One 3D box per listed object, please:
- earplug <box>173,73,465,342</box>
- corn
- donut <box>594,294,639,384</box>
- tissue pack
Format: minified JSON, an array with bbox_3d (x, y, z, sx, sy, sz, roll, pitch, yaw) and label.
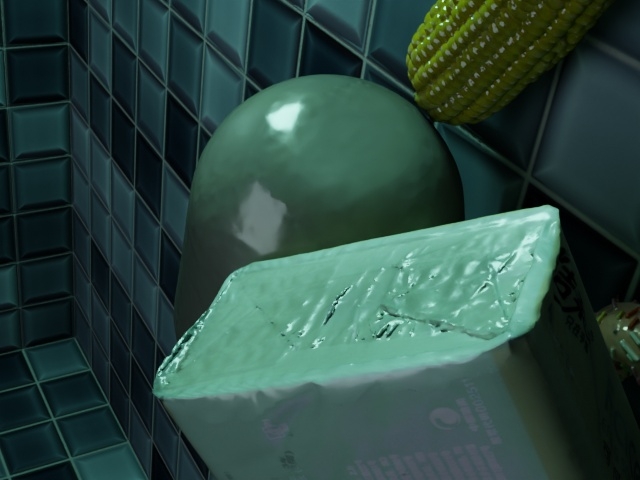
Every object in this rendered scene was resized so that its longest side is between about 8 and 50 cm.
[{"bbox_3d":[0.000,0.000,1.046,0.312,0.313,0.394,62,154,27],"label":"earplug"},{"bbox_3d":[0.186,-0.217,0.865,0.347,0.130,0.130,-43,63,59],"label":"corn"},{"bbox_3d":[0.289,0.111,0.868,0.166,0.065,0.117,-25,79,59],"label":"donut"},{"bbox_3d":[0.106,0.200,0.817,0.332,0.205,0.405,-11,123,29],"label":"tissue pack"}]
